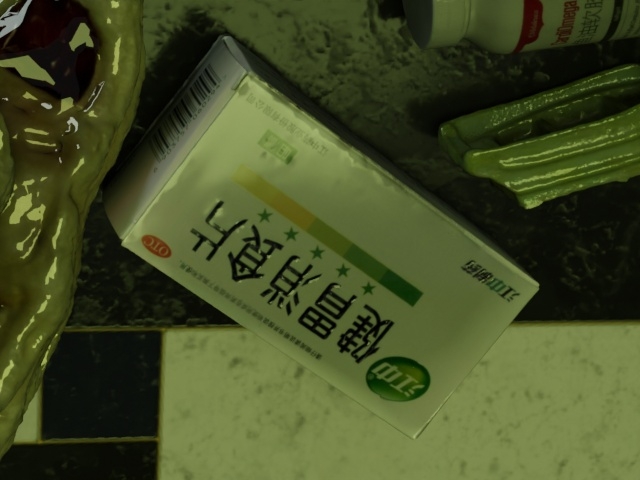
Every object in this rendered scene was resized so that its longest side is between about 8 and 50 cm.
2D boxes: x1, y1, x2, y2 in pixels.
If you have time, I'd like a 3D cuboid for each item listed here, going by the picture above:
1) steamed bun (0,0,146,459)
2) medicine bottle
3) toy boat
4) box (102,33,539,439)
[{"bbox_3d":[-0.277,-0.037,1.301,0.247,0.189,0.428,19,87,-13],"label":"steamed bun"},{"bbox_3d":[0.197,-0.223,1.424,0.250,0.131,0.131,-9,109,-11],"label":"medicine bottle"},{"bbox_3d":[0.243,-0.098,1.485,0.276,0.111,0.084,-21,114,-8],"label":"toy boat"},{"bbox_3d":[0.002,0.001,1.446,0.333,0.145,0.173,36,99,-21],"label":"box"}]
